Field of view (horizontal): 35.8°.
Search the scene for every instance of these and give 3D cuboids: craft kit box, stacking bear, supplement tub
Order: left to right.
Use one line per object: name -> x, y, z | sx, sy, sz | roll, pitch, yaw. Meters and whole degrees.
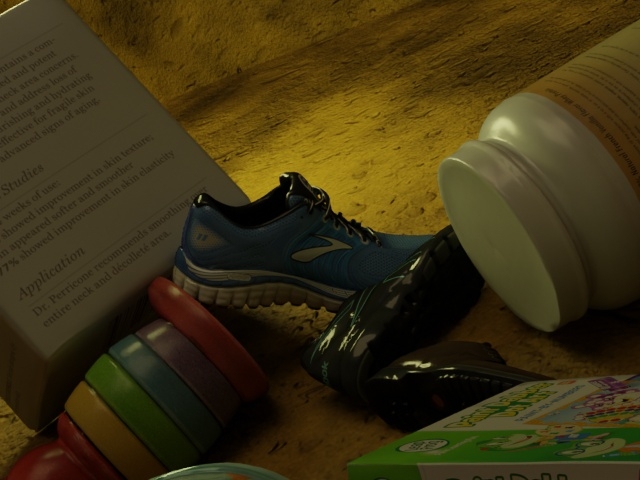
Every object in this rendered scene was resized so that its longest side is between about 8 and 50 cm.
stacking bear -> -0.209, 0.202, 1.054 | 0.289, 0.175, 0.164 | -44, 17, -14
craft kit box -> 0.187, 0.131, 0.621 | 0.246, 0.061, 0.249 | -14, -3, 37
supplement tub -> 0.296, -0.075, 0.958 | 0.316, 0.228, 0.228 | -31, 21, -10

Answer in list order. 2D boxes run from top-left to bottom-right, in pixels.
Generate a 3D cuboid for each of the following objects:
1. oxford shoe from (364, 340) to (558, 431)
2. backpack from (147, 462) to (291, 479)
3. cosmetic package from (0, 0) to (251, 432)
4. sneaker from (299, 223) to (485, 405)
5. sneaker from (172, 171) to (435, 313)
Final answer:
oxford shoe -> 0.144, 0.125, 0.889 | 0.096, 0.083, 0.227 | -36, 23, -32
backpack -> -0.064, 0.263, 0.584 | 0.225, 0.254, 0.191 | -27, 1, 5
cosmetic package -> -0.361, -0.033, 1.288 | 0.329, 0.394, 0.327 | -39, -8, -29
sneaker -> 0.082, 0.063, 1.067 | 0.106, 0.101, 0.267 | 6, 38, 45
sneaker -> 0.000, 0.000, 1.145 | 0.329, 0.147, 0.130 | 2, 15, -18
